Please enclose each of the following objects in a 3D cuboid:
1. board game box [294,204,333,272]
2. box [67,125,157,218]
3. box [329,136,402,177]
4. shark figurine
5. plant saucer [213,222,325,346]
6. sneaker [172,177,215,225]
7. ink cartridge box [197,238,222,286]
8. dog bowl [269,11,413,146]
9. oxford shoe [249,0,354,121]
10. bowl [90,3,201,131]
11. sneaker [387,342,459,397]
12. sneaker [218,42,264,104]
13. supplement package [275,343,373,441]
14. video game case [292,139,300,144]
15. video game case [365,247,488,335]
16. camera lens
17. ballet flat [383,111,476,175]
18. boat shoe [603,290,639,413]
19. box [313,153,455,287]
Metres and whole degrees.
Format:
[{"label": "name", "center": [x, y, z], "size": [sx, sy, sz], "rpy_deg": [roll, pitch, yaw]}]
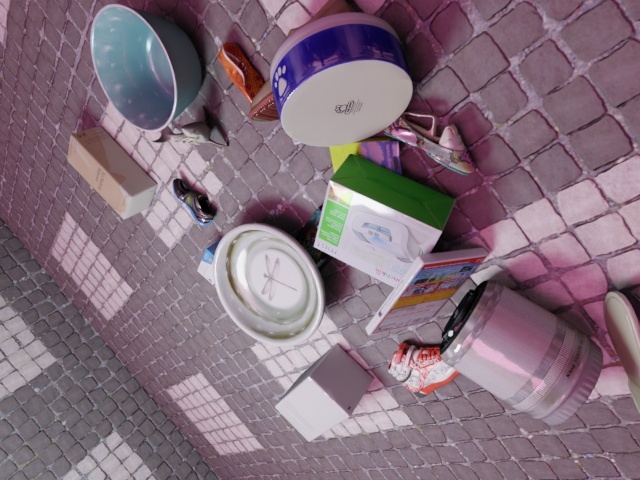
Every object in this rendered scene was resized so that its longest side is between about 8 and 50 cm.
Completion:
[{"label": "board game box", "center": [0.000, 0.000, 1.206], "size": [0.126, 0.026, 0.186], "rpy_deg": [44, 133, 3]}, {"label": "box", "center": [-0.753, -0.245, 1.520], "size": [0.311, 0.121, 0.148], "rpy_deg": [45, 133, 4]}, {"label": "box", "center": [0.113, -0.187, 0.995], "size": [0.178, 0.042, 0.108], "rpy_deg": [6, 122, 32]}, {"label": "shark figurine", "center": [-0.377, -0.336, 1.235], "size": [0.278, 0.166, 0.116], "rpy_deg": [15, 101, 49]}, {"label": "plant saucer", "center": [-0.146, 0.128, 1.289], "size": [0.401, 0.100, 0.400], "rpy_deg": [11, 113, 27]}, {"label": "sneaker", "center": [-0.419, -0.136, 1.402], "size": [0.078, 0.067, 0.188], "rpy_deg": [-40, 89, 22]}, {"label": "ink cartridge box", "center": [-0.322, 0.111, 1.467], "size": [0.191, 0.082, 0.139], "rpy_deg": [41, 133, 8]}, {"label": "dog bowl", "center": [0.040, -0.297, 0.818], "size": [0.265, 0.265, 0.104], "rpy_deg": [-31, 64, 43]}, {"label": "oxford shoe", "center": [-0.045, -0.382, 0.927], "size": [0.348, 0.123, 0.130], "rpy_deg": [-24, 81, 39]}, {"label": "bowl", "center": [-0.443, -0.466, 1.132], "size": [0.312, 0.163, 0.311], "rpy_deg": [18, 126, 26]}, {"label": "sneaker", "center": [0.289, 0.332, 1.167], "size": [0.145, 0.090, 0.270], "rpy_deg": [36, 135, 8]}, {"label": "sneaker", "center": [-0.197, -0.416, 1.071], "size": [0.175, 0.064, 0.067], "rpy_deg": [60, 152, -4]}, {"label": "supplement package", "center": [0.008, 0.519, 1.425], "size": [0.177, 0.175, 0.293], "rpy_deg": [44, 133, 6]}, {"label": "video game case", "center": [-0.018, -0.335, 1.010], "size": [0.191, 0.022, 0.173], "rpy_deg": [-6, 114, 38]}, {"label": "video game case", "center": [0.248, 0.126, 1.004], "size": [0.025, 0.204, 0.285], "rpy_deg": [63, 143, 34]}, {"label": "camera lens", "center": [0.421, 0.235, 0.922], "size": [0.274, 0.219, 0.219], "rpy_deg": [32, 131, 15]}, {"label": "ballet flat", "center": [0.232, -0.217, 0.875], "size": [0.222, 0.077, 0.079], "rpy_deg": [34, 129, 19]}, {"label": "boat shoe", "center": [0.670, 0.236, 0.827], "size": [0.113, 0.127, 0.339], "rpy_deg": [-23, 96, 12]}, {"label": "box", "center": [0.139, -0.038, 0.985], "size": [0.262, 0.126, 0.231], "rpy_deg": [27, 138, 10]}]
